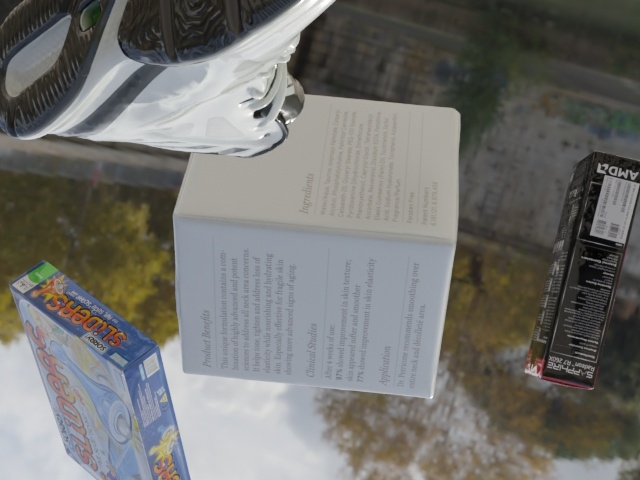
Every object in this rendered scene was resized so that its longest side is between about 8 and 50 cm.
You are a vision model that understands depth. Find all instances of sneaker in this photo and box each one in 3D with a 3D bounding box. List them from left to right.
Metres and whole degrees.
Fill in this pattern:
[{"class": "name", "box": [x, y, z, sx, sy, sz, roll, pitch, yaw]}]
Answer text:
[{"class": "sneaker", "box": [-0.071, -0.193, 1.057, 0.257, 0.169, 0.447, 5, 163, -45]}]

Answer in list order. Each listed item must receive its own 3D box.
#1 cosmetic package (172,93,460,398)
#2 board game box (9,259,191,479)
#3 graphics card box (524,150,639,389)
[{"class": "cosmetic package", "box": [0.000, 0.000, 1.828, 0.393, 0.329, 0.327, 6, -138, 2]}, {"class": "board game box", "box": [-0.161, 0.125, 0.912, 0.136, 0.201, 0.035, 30, -127, 34]}, {"class": "graphics card box", "box": [0.426, 0.051, 1.954, 0.094, 0.371, 0.233, 13, 177, 5]}]
